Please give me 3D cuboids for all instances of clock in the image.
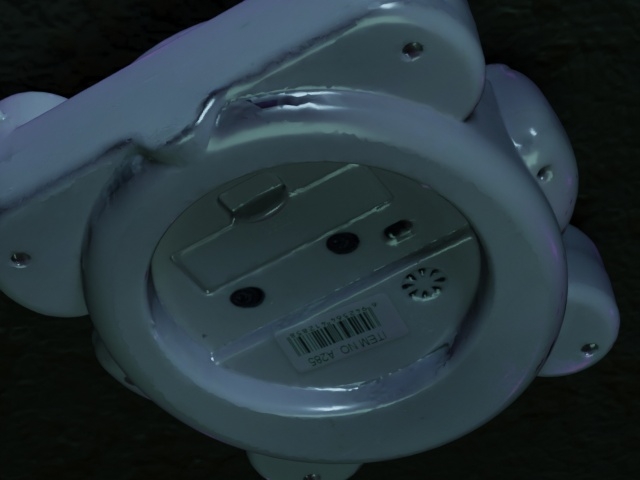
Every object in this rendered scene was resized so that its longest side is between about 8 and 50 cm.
[{"bbox_3d":[0.000,0.000,1.076,0.295,0.113,0.322,-27,133,16],"label":"clock"}]
